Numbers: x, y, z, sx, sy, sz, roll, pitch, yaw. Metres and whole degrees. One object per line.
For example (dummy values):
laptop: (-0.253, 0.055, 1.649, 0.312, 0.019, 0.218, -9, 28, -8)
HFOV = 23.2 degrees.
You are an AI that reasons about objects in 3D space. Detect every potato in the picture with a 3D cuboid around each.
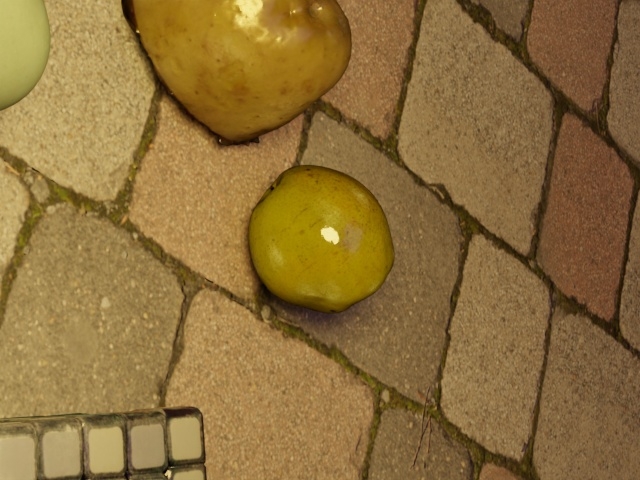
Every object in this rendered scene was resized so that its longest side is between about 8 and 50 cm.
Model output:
potato: (-0.083, -0.261, 1.955, 0.285, 0.242, 0.242, 59, 45, -21)

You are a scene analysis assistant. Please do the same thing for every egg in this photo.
egg: (-0.398, -0.241, 1.584, 0.282, 0.203, 0.203, 39, 56, -40)

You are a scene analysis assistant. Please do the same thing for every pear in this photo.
pear: (0.000, 0.000, 2.031, 0.198, 0.198, 0.198, 11, 75, -48)

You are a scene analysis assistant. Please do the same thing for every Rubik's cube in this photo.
Rubik's cube: (-0.301, 0.317, 1.540, 0.287, 0.292, 0.293, 3, 80, -50)
